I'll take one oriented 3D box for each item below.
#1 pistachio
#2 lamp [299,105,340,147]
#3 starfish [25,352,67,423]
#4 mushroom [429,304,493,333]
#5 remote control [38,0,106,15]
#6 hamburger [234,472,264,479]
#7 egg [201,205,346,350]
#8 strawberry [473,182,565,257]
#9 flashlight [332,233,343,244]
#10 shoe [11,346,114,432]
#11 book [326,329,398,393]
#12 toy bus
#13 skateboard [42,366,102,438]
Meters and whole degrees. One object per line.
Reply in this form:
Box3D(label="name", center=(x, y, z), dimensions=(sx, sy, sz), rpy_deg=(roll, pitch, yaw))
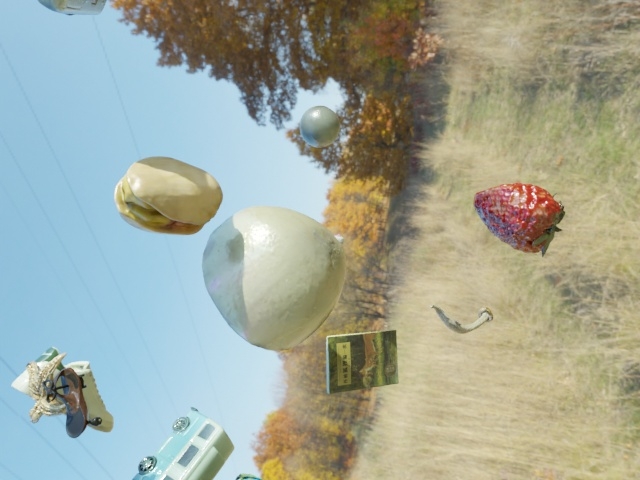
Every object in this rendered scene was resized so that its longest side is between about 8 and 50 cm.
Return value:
Box3D(label="pistachio", center=(-0.264, -0.076, 0.791), dimensions=(0.200, 0.117, 0.145), rpy_deg=(-6, -117, -53))
Box3D(label="lamp", center=(-0.001, -0.284, 1.137), dimensions=(0.105, 0.105, 0.105), rpy_deg=(8, -90, -82))
Box3D(label="starfish", center=(-0.688, 0.372, 1.138), dimensions=(0.071, 0.238, 0.216), rpy_deg=(-11, -66, -51))
Box3D(label="mushroom", center=(0.363, 0.200, 1.160), dimensions=(0.306, 0.043, 0.068), rpy_deg=(8, -130, -45))
Box3D(label="remote control", center=(-0.397, -0.445, 0.755), dimensions=(0.140, 0.056, 0.296), rpy_deg=(-63, 23, 18))
Box3D(label="hamburger", center=(-0.127, 0.660, 0.954), dimensions=(0.260, 0.276, 0.150), rpy_deg=(-50, -23, -28))
Box3D(label="egg", center=(-0.069, 0.043, 0.957), dimensions=(0.201, 0.337, 0.337), rpy_deg=(-40, 15, 29))
Box3D(label="strawberry", center=(0.352, -0.045, 0.817), dimensions=(0.131, 0.148, 0.131), rpy_deg=(9, -90, -78))
Box3D(label="flashlight", center=(0.000, 0.000, 1.653), dimensions=(0.200, 0.093, 0.047), rpy_deg=(-3, -87, -42))
Box3D(label="shoe", center=(-0.755, 0.465, 1.417), dimensions=(0.160, 0.132, 0.363), rpy_deg=(-63, -40, -31))
Box3D(label="book", center=(0.122, 0.345, 1.309), dimensions=(0.024, 0.228, 0.160), rpy_deg=(170, 100, -65))
Box3D(label="toy bus", center=(-0.367, 0.610, 1.216), dimensions=(0.271, 0.165, 0.133), rpy_deg=(-49, -46, -39))
Box3D(label="skateboard", center=(-0.544, 0.351, 0.984), dimensions=(0.151, 0.067, 0.080), rpy_deg=(64, -164, 13))
